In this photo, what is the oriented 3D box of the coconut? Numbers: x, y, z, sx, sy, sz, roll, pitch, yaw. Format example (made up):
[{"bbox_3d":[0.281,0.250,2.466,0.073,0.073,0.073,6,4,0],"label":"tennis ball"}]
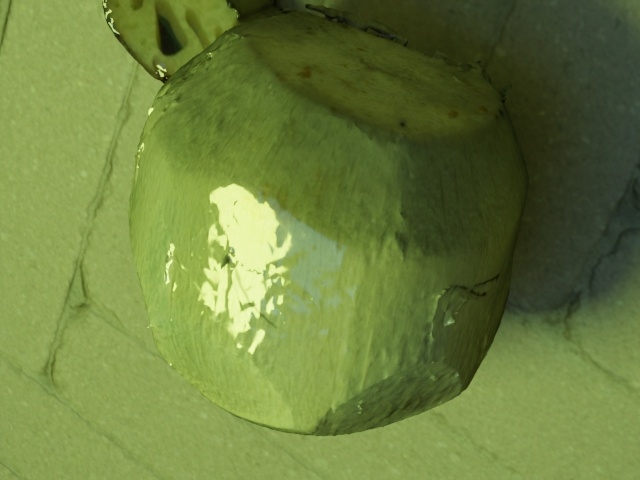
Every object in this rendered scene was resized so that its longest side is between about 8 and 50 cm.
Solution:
[{"bbox_3d":[0.000,0.000,1.408,0.346,0.346,0.360,28,122,20],"label":"coconut"}]

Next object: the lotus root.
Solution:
[{"bbox_3d":[-0.129,-0.231,1.549,0.260,0.074,0.170,48,135,4],"label":"lotus root"}]
